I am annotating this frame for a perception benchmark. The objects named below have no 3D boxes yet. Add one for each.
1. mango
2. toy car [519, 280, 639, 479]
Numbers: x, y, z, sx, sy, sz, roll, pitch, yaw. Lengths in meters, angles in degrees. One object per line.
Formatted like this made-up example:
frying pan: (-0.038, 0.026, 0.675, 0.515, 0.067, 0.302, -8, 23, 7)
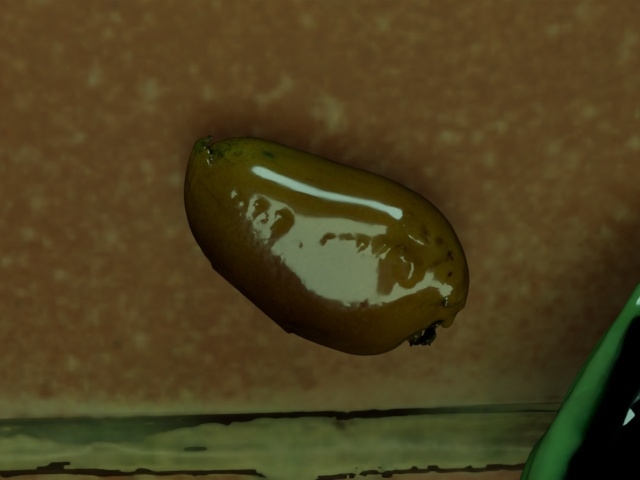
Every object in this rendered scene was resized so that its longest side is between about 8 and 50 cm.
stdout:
mango: (0.000, 0.000, 0.761, 0.127, 0.063, 0.077, 27, 113, -6)
toy car: (0.254, 0.150, 0.758, 0.359, 0.176, 0.213, 31, 75, 5)
